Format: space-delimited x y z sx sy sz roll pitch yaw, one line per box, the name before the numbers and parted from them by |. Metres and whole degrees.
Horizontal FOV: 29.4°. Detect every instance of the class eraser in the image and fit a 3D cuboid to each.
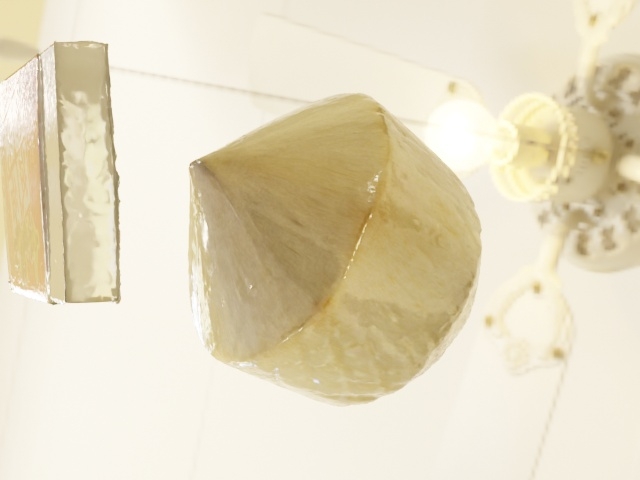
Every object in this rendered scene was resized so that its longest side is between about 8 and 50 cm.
eraser | -0.178 -0.039 0.809 0.230 0.038 0.157 -178 -94 -68

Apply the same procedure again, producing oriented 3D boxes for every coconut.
coconut | 0.000 0.000 1.209 0.329 0.329 0.328 -12 -105 55
